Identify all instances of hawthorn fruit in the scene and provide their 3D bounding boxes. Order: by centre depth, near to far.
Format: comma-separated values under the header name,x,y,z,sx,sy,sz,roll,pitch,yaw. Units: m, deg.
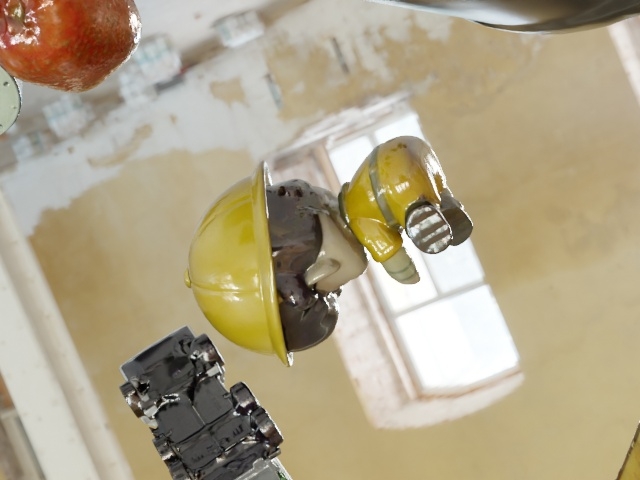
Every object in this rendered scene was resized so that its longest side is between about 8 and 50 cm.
name,x,y,z,sx,sy,sz,roll,pitch,yaw
hawthorn fruit,-0.229,-0.192,0.941,0.132,0.133,0.138,-23,177,9

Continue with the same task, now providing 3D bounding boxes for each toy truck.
name,x,y,z,sx,sy,sz,roll,pitch,yaw
toy truck,-0.096,0.186,1.019,0.101,0.125,0.242,-33,-142,-10

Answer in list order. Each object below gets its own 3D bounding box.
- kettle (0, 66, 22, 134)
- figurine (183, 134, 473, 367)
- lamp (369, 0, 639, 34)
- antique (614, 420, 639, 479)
name,x,y,z,sx,sy,sz,roll,pitch,yaw
kettle,-0.432,-0.275,1.391,0.160,0.243,0.210,30,127,-33
figurine,-0.003,-0.004,1.000,0.256,0.167,0.192,-34,-165,16
lamp,0.020,-0.168,0.315,0.374,0.205,0.272,28,-156,25
antique,0.352,0.146,0.981,0.087,0.093,0.310,-29,142,-29
